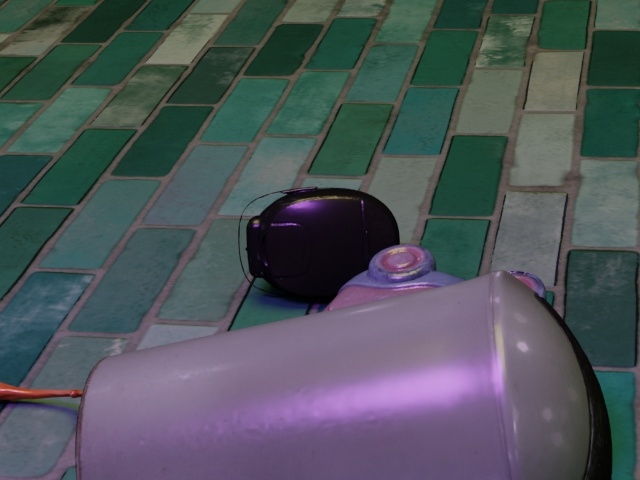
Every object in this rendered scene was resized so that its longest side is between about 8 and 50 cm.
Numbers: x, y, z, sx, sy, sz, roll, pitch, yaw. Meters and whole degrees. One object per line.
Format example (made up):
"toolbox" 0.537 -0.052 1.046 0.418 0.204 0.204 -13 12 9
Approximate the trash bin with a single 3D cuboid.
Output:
"trash bin" 0.034 0.187 1.454 0.432 0.280 0.280 -10 22 11

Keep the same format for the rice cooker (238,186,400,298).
"rice cooker" -0.001 0.000 2.112 0.203 0.142 0.118 0 11 4

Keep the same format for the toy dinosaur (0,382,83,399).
"toy dinosaur" -0.397 0.163 1.882 0.279 0.055 0.101 7 3 28

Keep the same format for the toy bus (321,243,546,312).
"toy bus" 0.105 0.154 1.700 0.294 0.197 0.232 17 40 36
